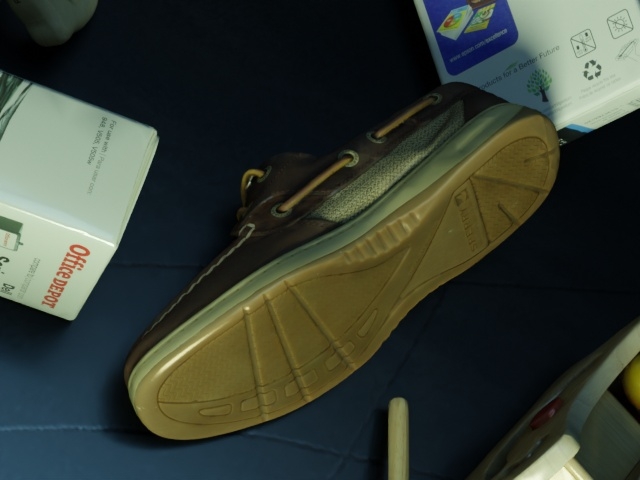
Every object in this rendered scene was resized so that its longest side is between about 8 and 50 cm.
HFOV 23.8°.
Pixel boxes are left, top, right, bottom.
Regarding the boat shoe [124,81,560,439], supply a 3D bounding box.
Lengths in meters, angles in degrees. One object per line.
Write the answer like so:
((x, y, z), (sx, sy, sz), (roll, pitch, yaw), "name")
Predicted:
((0.000, 0.000, 1.023), (0.342, 0.123, 0.123), (-37, 50, -15), "boat shoe")

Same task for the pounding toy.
((0.137, 0.129, 0.979), (0.155, 0.154, 0.269), (48, 57, 2), "pounding toy")

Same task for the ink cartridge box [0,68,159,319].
((-0.220, -0.041, 0.923), (0.208, 0.153, 0.087), (20, 65, -11), "ink cartridge box")

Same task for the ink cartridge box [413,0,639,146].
((0.138, -0.233, 1.125), (0.065, 0.165, 0.333), (2, 67, -54), "ink cartridge box")

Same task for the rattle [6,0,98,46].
((-0.218, -0.218, 1.064), (0.130, 0.142, 0.200), (41, 38, -37), "rattle")
